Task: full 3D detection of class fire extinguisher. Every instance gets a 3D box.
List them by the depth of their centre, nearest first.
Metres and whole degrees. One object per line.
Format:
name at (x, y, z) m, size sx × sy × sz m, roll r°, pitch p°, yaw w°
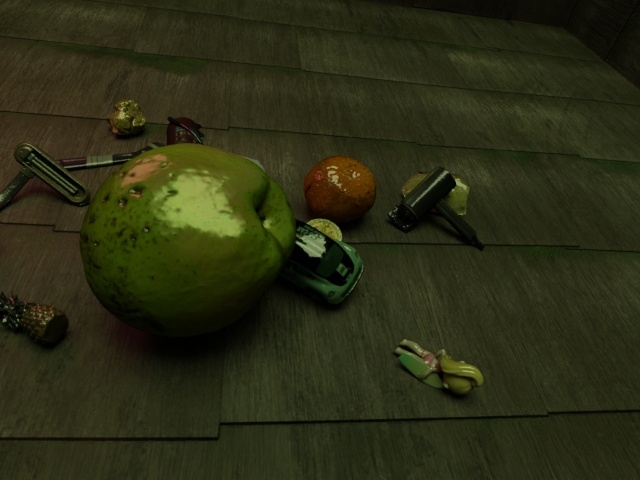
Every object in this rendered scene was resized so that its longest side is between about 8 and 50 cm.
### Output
fire extinguisher at (-0.367, -0.251, 1.401) m, size 0.141 × 0.105 × 0.341 m, roll 30°, pitch 29°, yaw -37°

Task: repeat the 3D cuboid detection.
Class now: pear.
pear at (-0.232, -0.007, 0.951) m, size 0.391 × 0.391 × 0.391 m, roll 7°, pitch 42°, yaw -6°

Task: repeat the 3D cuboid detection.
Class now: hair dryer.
hair dryer at (0.336, -0.050, 1.357) m, size 0.195 × 0.078 × 0.248 m, roll -44°, pitch 83°, yaw -4°

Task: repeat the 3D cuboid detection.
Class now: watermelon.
watermelon at (0.000, 0.000, 1.230) m, size 0.106 × 0.062 × 0.105 m, roll 1°, pitch 60°, yaw -2°

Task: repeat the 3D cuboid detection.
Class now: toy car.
toy car at (-0.053, 0.019, 1.123) m, size 0.306 × 0.125 × 0.136 m, roll 29°, pitch 70°, yaw 16°

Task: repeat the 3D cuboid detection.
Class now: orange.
orange at (0.050, -0.132, 1.318) m, size 0.194 × 0.161 × 0.193 m, roll 13°, pitch 48°, yaw -15°

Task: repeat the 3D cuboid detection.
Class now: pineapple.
pineapple at (-0.558, 0.141, 0.948) m, size 0.160 × 0.074 × 0.074 m, roll 17°, pitch 41°, yaw 17°

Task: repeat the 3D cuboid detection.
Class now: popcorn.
popcorn at (-0.571, -0.356, 1.475) m, size 0.097 × 0.089 × 0.109 m, roll 33°, pitch 42°, yaw -32°

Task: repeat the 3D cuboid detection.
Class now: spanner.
spanner at (-0.574, -0.220, 1.369) m, size 0.316 × 0.024 × 0.087 m, roll -13°, pitch 53°, yaw -26°

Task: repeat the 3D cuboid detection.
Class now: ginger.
ginger at (0.343, -0.151, 1.469) m, size 0.193 × 0.115 × 0.122 m, roll 14°, pitch 20°, yaw 13°

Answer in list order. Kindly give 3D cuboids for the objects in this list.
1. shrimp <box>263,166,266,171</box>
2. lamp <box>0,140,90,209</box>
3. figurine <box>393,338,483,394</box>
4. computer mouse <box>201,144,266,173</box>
shrimp at (-0.193, -0.167, 1.385) m, size 0.099 × 0.041 × 0.180 m, roll -4°, pitch 45°, yaw -16°
lamp at (-0.685, -0.075, 1.141) m, size 0.203 × 0.124 × 0.283 m, roll 30°, pitch 38°, yaw -10°
figurine at (0.236, 0.252, 1.011) m, size 0.187 × 0.083 × 0.083 m, roll 27°, pitch 43°, yaw 30°
computer mouse at (-0.241, -0.197, 1.332) m, size 0.199 × 0.045 × 0.102 m, roll 12°, pitch 41°, yaw -30°
